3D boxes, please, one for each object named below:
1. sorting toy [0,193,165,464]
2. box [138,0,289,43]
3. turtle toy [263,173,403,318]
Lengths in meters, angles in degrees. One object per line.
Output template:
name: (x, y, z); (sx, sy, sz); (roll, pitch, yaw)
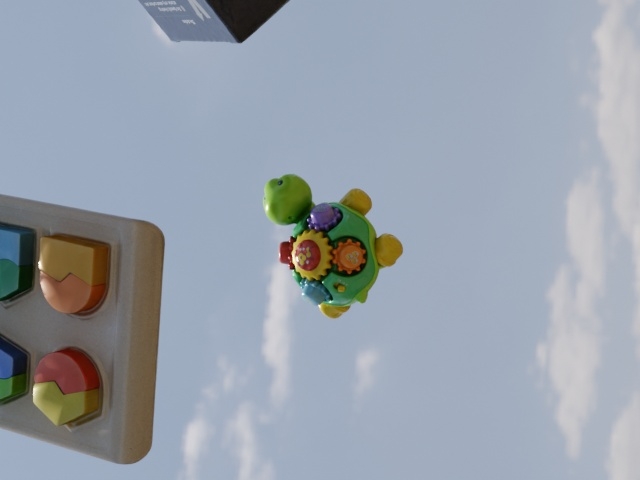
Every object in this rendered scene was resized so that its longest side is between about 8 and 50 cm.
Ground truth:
sorting toy: (-0.223, 0.066, 1.113); (0.038, 0.208, 0.193); (-12, -71, -62)
box: (-0.105, -0.238, 1.079); (0.093, 0.156, 0.158); (-44, -66, -13)
turtle toy: (0.000, 0.000, 1.154); (0.066, 0.095, 0.130); (-1, -129, -51)
